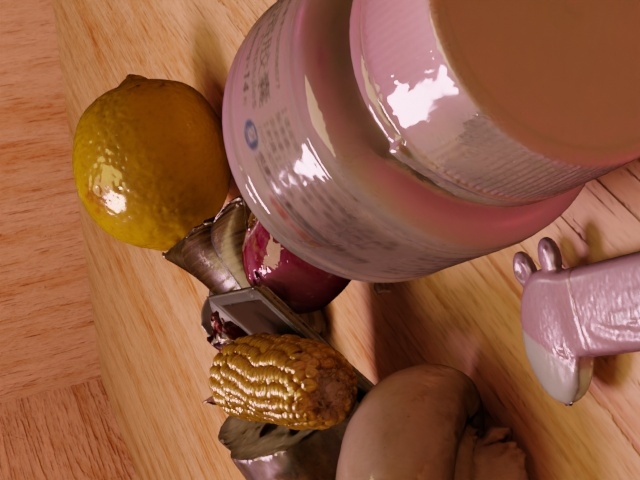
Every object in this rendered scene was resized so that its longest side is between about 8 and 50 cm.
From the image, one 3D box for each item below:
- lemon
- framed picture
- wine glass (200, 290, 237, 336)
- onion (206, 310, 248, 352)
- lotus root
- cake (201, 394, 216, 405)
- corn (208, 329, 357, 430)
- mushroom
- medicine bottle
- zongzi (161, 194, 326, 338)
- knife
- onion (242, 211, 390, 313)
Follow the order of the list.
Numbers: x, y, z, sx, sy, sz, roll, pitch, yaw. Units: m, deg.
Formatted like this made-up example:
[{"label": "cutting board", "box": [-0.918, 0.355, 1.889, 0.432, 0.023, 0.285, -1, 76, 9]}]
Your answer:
[{"label": "lemon", "box": [-0.257, -0.120, 1.944, 0.267, 0.267, 0.267, 167, 90, -73]}, {"label": "framed picture", "box": [0.007, 0.150, 1.418, 0.293, 0.018, 0.231, 42, 166, -10]}, {"label": "wine glass", "box": [-0.122, 0.086, 1.898, 0.222, 0.103, 0.103, 118, 137, -67]}, {"label": "onion", "box": [-0.056, 0.211, 1.719, 0.227, 0.120, 0.284, 131, 114, -84]}, {"label": "lotus root", "box": [0.014, 0.297, 1.421, 0.260, 0.149, 0.267, 57, 166, -12]}, {"label": "cake", "box": [-0.133, 0.236, 2.008, 0.052, 0.121, 0.065, 161, 104, -66]}, {"label": "corn", "box": [-0.039, 0.139, 1.287, 0.293, 0.106, 0.106, -11, 92, 67]}, {"label": "mushroom", "box": [0.107, 0.230, 1.180, 0.226, 0.178, 0.227, 9, -90, -75]}, {"label": "medicine bottle", "box": [0.087, -0.108, 0.870, 0.302, 0.241, 0.241, -25, 78, 63]}, {"label": "zongzi", "box": [-0.115, 0.070, 1.727, 0.242, 0.112, 0.221, -30, 75, 39]}, {"label": "knife", "box": [0.233, 0.040, 0.860, 0.398, 0.038, 0.132, 153, 102, -71]}, {"label": "onion", "box": [-0.009, -0.005, 1.387, 0.177, 0.153, 0.177, -25, 59, 51]}]
